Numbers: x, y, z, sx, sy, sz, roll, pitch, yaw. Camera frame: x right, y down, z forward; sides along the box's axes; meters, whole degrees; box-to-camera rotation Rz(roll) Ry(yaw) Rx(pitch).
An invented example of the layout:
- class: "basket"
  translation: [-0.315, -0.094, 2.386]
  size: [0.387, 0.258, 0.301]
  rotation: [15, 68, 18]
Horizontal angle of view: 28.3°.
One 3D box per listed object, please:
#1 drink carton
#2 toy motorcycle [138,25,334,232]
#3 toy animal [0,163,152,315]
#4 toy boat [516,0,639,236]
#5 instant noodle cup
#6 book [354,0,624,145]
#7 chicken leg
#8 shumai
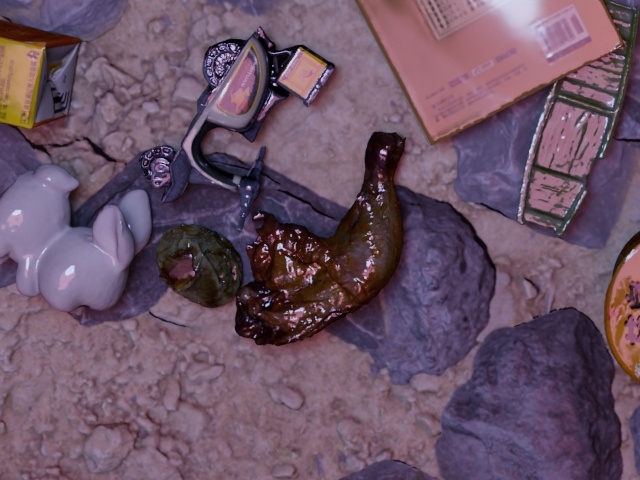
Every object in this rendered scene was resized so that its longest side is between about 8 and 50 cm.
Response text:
- class: "drink carton"
  translation: [-0.494, -0.236, 1.582]
  size: [0.351, 0.154, 0.111]
  rotation: [14, 103, 4]
- class: "toy motorcycle"
  translation: [-0.110, -0.143, 1.591]
  size: [0.157, 0.091, 0.263]
  rotation: [32, 101, -5]
- class: "toy animal"
  translation: [-0.325, -0.006, 1.626]
  size: [0.193, 0.127, 0.179]
  rotation: [26, 102, 3]
- class: "toy boat"
  translation: [0.316, -0.152, 1.555]
  size: [0.093, 0.055, 0.293]
  rotation: [18, 104, 3]
- class: "instant noodle cup"
  translation: [0.441, 0.068, 1.525]
  size: [0.215, 0.172, 0.216]
  rotation: [1, 102, 7]
- class: "book"
  translation: [0.157, -0.341, 1.517]
  size: [0.269, 0.032, 0.389]
  rotation: [-26, 93, 17]
- class: "chicken leg"
  translation: [0.009, 0.009, 1.617]
  size: [0.322, 0.083, 0.177]
  rotation: [-34, 85, 14]
- class: "shumai"
  translation: [-0.161, 0.038, 1.634]
  size: [0.123, 0.087, 0.099]
  rotation: [30, 102, -1]
